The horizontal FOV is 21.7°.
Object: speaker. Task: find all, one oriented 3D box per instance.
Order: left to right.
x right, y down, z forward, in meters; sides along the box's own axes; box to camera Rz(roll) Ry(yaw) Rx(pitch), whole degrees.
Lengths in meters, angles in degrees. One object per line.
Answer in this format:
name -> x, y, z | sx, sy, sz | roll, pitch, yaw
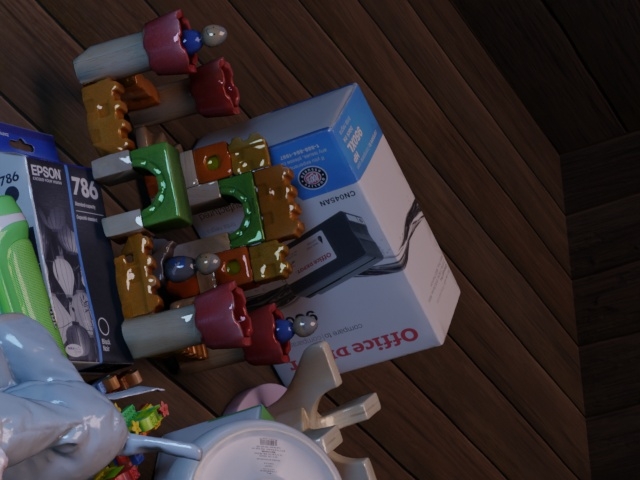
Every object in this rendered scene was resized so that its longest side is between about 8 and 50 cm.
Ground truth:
speaker -> -0.357, 0.105, 1.891 | 0.131, 0.131, 0.297 | -16, 89, -67

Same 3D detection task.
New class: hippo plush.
hippo plush -> -0.335, 0.228, 1.755 | 0.294, 0.237, 0.234 | 12, 26, -40

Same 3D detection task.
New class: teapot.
teapot -> -0.102, 0.349, 2.066 | 0.256, 0.187, 0.252 | 50, 58, 0

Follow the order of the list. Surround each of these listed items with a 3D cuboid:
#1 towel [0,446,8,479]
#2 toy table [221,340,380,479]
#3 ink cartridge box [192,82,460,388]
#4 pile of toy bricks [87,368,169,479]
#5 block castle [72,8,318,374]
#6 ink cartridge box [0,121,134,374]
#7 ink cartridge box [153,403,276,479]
towel -> -0.442, 0.290, 1.377 | 0.331, 0.053, 0.317 | 20, 78, -37
toy table -> -0.022, 0.288, 2.453 | 0.252, 0.160, 0.274 | 66, 23, -14
ink cartridge box -> 0.000, 0.000, 2.544 | 0.395, 0.285, 0.166 | 62, 27, -22
pile of toy bricks -> -0.239, 0.230, 2.085 | 0.118, 0.105, 0.212 | 67, 24, -12
block castle -> -0.156, -0.053, 2.250 | 0.303, 0.212, 0.453 | 41, 36, -73
ink cartridge box -> -0.330, 0.002, 2.102 | 0.165, 0.065, 0.333 | 9, 65, -63
ink cartridge box -> -0.096, 0.338, 2.250 | 0.219, 0.160, 0.093 | 54, 27, -34
